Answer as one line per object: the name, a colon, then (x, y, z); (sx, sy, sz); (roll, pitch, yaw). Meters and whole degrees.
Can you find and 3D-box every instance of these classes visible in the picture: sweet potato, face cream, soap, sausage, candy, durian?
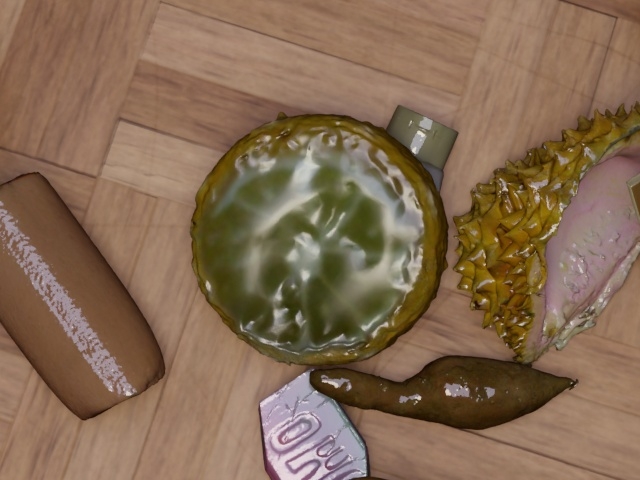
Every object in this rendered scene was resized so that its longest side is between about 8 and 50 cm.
sweet potato: (0.120, 0.152, 1.894); (0.270, 0.075, 0.074); (1, 80, -8)
face cream: (0.061, -0.024, 1.942); (0.114, 0.070, 0.224); (25, 92, 6)
soap: (-0.005, 0.215, 1.892); (0.100, 0.056, 0.149); (-32, 82, -4)
sausage: (-0.257, 0.062, 1.879); (0.123, 0.123, 0.253); (-34, 82, -7)
candy: (0.000, 0.000, 1.877); (0.260, 0.118, 0.259); (1, 96, 10)
durian: (0.254, -0.041, 1.880); (0.305, 0.195, 0.185); (-44, 77, -6)

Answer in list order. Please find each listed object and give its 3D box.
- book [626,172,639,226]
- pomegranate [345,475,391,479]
book: (0.375, -0.026, 1.903); (0.118, 0.172, 0.012); (-32, 41, -8)
pomegranate: (0.062, 0.355, 1.758); (0.281, 0.281, 0.281); (0, 80, -1)
